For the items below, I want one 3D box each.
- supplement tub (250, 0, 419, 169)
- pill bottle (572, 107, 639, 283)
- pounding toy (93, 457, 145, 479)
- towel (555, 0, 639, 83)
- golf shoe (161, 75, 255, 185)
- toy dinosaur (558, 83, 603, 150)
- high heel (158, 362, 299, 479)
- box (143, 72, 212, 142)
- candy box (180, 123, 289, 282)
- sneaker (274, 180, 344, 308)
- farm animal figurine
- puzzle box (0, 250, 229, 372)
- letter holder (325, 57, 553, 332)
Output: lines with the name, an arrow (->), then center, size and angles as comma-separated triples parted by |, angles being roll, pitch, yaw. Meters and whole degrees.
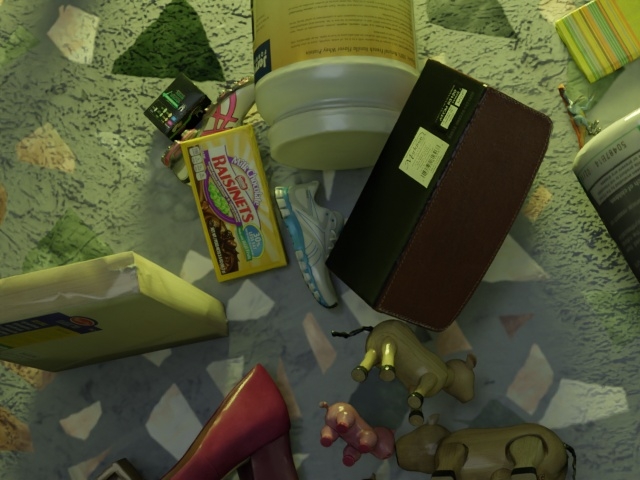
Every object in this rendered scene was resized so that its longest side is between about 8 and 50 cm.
supplement tub -> 0.019, -0.271, 1.684 | 0.228, 0.228, 0.316 | -5, 77, 10
pill bottle -> 0.491, 0.004, 1.553 | 0.204, 0.204, 0.361 | -29, 75, 4
pounding toy -> -0.294, 0.379, 1.692 | 0.141, 0.100, 0.130 | -42, 84, -2
towel -> 0.454, -0.316, 1.722 | 0.237, 0.021, 0.102 | -28, 81, 3
golf shoe -> -0.140, -0.155, 1.780 | 0.086, 0.067, 0.186 | 43, 97, 0
toy dinosaur -> 0.350, -0.176, 1.702 | 0.082, 0.047, 0.090 | 39, 99, 33
high heel -> -0.206, 0.288, 1.601 | 0.377, 0.127, 0.181 | -11, 81, -35
box -> -0.205, -0.191, 1.796 | 0.052, 0.062, 0.083 | 42, 89, 14
candy box -> -0.121, -0.052, 1.741 | 0.105, 0.027, 0.206 | -15, 94, 4
sneaker -> 0.000, 0.000, 1.718 | 0.083, 0.071, 0.191 | -19, 76, 0
farm animal figurine -> 0.166, 0.261, 1.564 | 0.327, 0.172, 0.330 | 11, 119, 12
puzzle box -> -0.295, 0.100, 1.577 | 0.272, 0.409, 0.052 | -11, 77, 7
letter holder -> 0.184, -0.041, 1.576 | 0.302, 0.214, 0.152 | -63, 31, 9
